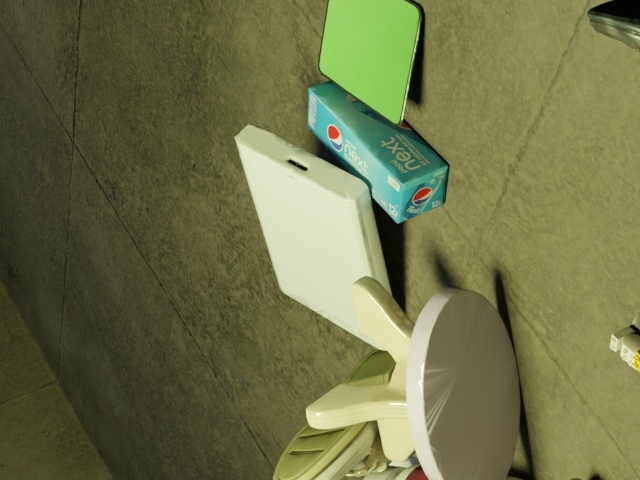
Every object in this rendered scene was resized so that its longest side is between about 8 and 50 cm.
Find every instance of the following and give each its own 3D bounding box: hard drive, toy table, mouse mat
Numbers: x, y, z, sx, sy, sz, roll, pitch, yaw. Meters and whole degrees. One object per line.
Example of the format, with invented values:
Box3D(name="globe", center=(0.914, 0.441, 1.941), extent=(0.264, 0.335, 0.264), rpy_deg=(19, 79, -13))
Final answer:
Box3D(name="hard drive", center=(0.000, 0.000, 2.050), extent=(0.203, 0.040, 0.308), rpy_deg=(29, 151, 32))
Box3D(name="toy table", center=(0.123, 0.177, 1.891), extent=(0.160, 0.252, 0.274), rpy_deg=(12, 111, 43))
Box3D(name="mouse mat", center=(0.057, -0.239, 1.879), extent=(0.189, 0.007, 0.153), rpy_deg=(41, 130, 47))

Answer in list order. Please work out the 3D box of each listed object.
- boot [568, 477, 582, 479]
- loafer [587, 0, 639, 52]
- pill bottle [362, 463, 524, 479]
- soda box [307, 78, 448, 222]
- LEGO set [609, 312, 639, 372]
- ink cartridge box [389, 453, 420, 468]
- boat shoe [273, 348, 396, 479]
Box3D(name="boot", center=(0.352, 0.409, 1.817), extent=(0.207, 0.090, 0.248), rpy_deg=(28, 135, 38))
Box3D(name="loafer", center=(0.304, -0.180, 1.402), extent=(0.170, 0.062, 0.061), rpy_deg=(30, 141, 55))
Box3D(name="pill bottle", center=(0.160, 0.350, 2.002), extent=(0.221, 0.121, 0.121), rpy_deg=(2, 114, 41))
Box3D(name="soda box", center=(0.067, -0.117, 1.928), extent=(0.210, 0.071, 0.067), rpy_deg=(49, 150, 35))
Box3D(name="LEGO set", center=(0.357, 0.134, 1.518), extent=(0.227, 0.093, 0.087), rpy_deg=(45, 148, 40))
Box3D(name="ink cartridge box", center=(0.177, 0.350, 2.158), extent=(0.225, 0.056, 0.181), rpy_deg=(50, 157, -7))
Box3D(name="boat shoe", center=(0.054, 0.255, 2.034), extent=(0.113, 0.302, 0.103), rpy_deg=(-13, 112, 43))
